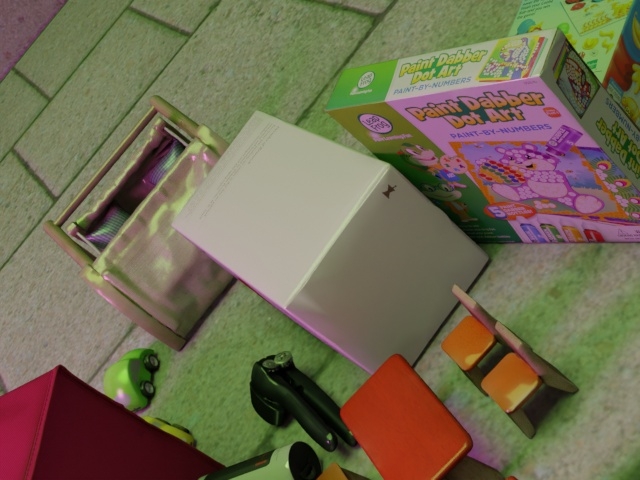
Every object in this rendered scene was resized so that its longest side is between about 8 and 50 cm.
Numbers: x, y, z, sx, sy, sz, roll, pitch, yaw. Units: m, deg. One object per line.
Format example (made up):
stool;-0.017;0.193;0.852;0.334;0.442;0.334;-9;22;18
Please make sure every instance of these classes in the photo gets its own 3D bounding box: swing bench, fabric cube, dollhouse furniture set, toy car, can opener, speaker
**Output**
swing bench;-0.209;-0.031;1.405;0.253;0.165;0.255;-51;34;-3
fabric cube;-0.285;0.326;1.062;0.258;0.259;0.254;-26;39;31
dollhouse furniture set;0.093;0.188;0.873;0.262;0.135;0.259;-48;34;3
toy car;-0.255;0.224;1.309;0.239;0.053;0.225;-30;39;27
can opener;-0.017;0.172;1.100;0.059;0.073;0.186;-20;26;-29
speaker;-0.065;0.251;1.067;0.136;0.055;0.055;-26;40;31

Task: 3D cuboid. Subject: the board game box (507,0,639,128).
board game box;0.286;-0.194;1.018;0.144;0.142;0.275;-1;57;49

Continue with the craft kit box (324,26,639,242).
craft kit box;0.171;-0.081;0.946;0.250;0.246;0.061;-2;55;49

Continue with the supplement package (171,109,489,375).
supplement package;0.000;0.000;1.124;0.175;0.177;0.293;-53;33;-5
